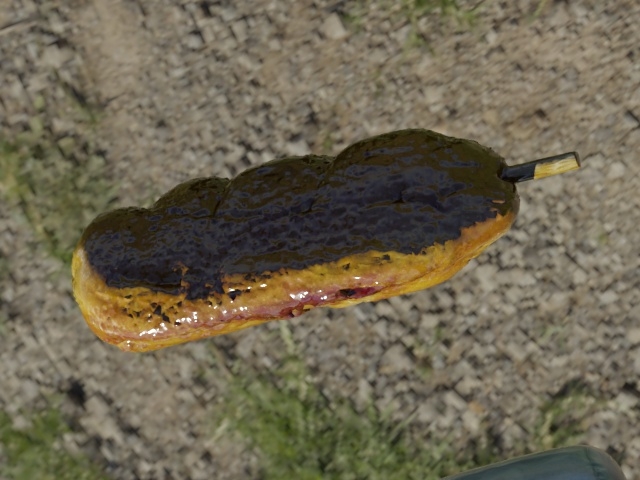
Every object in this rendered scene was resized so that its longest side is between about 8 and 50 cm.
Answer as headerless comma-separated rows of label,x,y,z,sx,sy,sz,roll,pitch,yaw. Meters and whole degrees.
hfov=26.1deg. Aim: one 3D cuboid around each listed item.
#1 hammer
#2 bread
hammer,0.126,0.175,0.766,0.116,0.069,0.194,-18,148,12
bread,0.000,-0.001,0.888,0.344,0.124,0.084,-14,145,14
